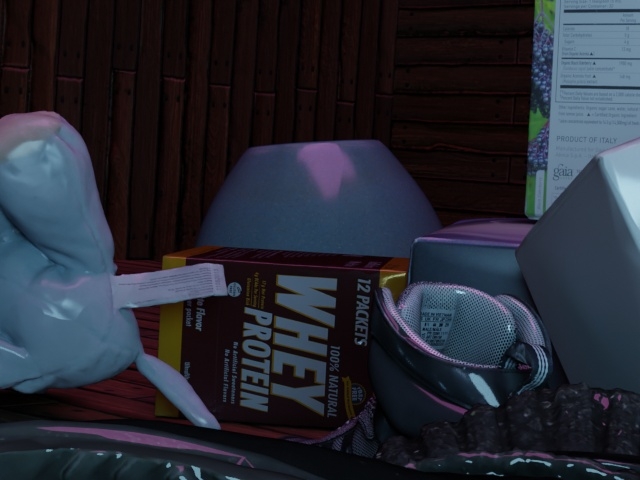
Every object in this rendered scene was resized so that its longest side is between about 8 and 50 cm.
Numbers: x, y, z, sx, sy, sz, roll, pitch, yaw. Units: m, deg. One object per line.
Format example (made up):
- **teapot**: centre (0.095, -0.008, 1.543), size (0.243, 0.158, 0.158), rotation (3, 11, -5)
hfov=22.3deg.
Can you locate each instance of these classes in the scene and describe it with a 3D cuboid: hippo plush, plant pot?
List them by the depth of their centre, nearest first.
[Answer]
- **hippo plush**: centre (-0.237, 0.016, 1.258), size (0.294, 0.234, 0.236), rotation (2, 4, -14)
- **plant pot**: centre (0.000, 0.000, 1.627), size (0.290, 0.195, 0.290), rotation (-3, 2, 0)

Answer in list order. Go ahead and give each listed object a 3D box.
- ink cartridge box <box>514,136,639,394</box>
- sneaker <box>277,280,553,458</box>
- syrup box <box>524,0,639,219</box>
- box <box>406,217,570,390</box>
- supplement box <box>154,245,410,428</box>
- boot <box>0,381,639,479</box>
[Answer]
- **ink cartridge box**: centre (0.268, 0.025, 0.771), size (0.270, 0.198, 0.197), rotation (-20, -11, -9)
- **sneaker**: centre (0.042, 0.094, 0.814), size (0.101, 0.153, 0.268), rotation (2, 3, -27)
- **syrup box**: centre (0.197, -0.129, 1.038), size (0.096, 0.236, 0.093), rotation (4, 4, 34)
- **box**: centre (0.215, 0.082, 1.048), size (0.296, 0.182, 0.294), rotation (3, 4, 9)
- **supplement box**: centre (-0.022, 0.077, 1.352), size (0.194, 0.129, 0.191), rotation (3, 3, 6)
- **boot**: centre (0.015, 0.114, 0.541), size (0.348, 0.131, 0.260), rotation (14, 8, -11)
